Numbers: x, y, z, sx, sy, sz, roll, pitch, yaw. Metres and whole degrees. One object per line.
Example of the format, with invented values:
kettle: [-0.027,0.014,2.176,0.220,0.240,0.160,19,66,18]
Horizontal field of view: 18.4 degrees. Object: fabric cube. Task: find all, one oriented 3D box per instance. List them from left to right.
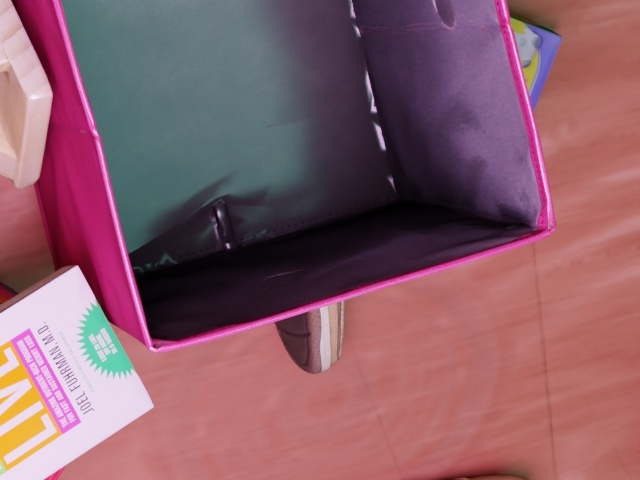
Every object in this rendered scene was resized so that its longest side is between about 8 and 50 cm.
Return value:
fabric cube: [-0.045,-0.101,1.195,0.254,0.258,0.259,-16,100,-15]

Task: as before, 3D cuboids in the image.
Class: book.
book: [-0.176,0.091,1.112,0.144,0.035,0.096,-34,102,-28]

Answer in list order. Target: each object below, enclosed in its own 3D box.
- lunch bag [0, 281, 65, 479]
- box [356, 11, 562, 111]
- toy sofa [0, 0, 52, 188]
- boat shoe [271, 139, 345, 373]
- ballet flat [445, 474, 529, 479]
lunch bag: [-0.266,0.161,1.211,0.120,0.258,0.293,30,93,-29]
box: [0.075,-0.128,1.398,0.179,0.043,0.105,16,99,-26]
toy sofa: [-0.347,-0.075,1.116,0.363,0.150,0.177,-20,76,-17]
boat shoe: [0.000,0.000,1.395,0.072,0.068,0.190,-20,114,-30]
ballet flat: [0.056,0.230,1.489,0.232,0.080,0.073,-35,101,-13]
